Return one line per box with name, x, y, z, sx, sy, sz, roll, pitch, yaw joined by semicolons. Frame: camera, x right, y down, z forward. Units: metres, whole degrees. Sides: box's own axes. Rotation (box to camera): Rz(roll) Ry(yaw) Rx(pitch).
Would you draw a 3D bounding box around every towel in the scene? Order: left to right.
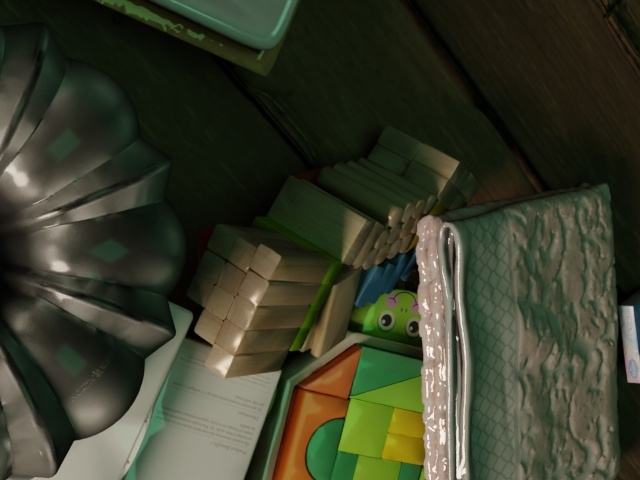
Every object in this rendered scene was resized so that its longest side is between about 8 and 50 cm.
towel;0.213;0.118;0.985;0.317;0.053;0.331;-10;100;-46

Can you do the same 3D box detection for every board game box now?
board game box;0.367;0.103;1.112;0.090;0.020;0.090;-23;107;-48

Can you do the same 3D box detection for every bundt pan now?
bundt pan;-0.223;0.008;0.582;0.331;0.124;0.330;0;90;-31

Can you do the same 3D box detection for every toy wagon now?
toy wagon;0.041;0.184;0.938;0.267;0.068;0.344;16;87;-28

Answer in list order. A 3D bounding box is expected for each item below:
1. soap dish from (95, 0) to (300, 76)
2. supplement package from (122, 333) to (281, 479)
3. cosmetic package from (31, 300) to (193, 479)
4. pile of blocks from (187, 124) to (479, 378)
soap dish;-0.131;-0.289;0.767;0.291;0.118;0.228;21;92;-28
supplement package;-0.125;0.170;0.827;0.105;0.105;0.179;24;83;-29
cosmetic package;-0.312;0.066;0.694;0.385;0.156;0.217;30;80;-28
pile of blocks;0.000;0.000;0.871;0.362;0.113;0.148;-28;141;-46
